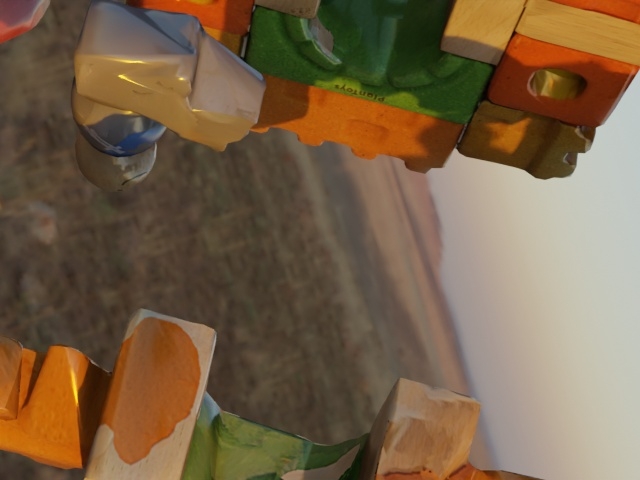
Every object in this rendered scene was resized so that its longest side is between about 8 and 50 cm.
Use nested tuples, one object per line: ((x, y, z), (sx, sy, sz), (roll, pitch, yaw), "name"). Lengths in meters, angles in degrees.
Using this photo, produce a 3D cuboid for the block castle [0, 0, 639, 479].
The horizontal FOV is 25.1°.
((0.000, 0.000, 0.548), (0.213, 0.453, 0.303), (109, -4, -66), "block castle")
